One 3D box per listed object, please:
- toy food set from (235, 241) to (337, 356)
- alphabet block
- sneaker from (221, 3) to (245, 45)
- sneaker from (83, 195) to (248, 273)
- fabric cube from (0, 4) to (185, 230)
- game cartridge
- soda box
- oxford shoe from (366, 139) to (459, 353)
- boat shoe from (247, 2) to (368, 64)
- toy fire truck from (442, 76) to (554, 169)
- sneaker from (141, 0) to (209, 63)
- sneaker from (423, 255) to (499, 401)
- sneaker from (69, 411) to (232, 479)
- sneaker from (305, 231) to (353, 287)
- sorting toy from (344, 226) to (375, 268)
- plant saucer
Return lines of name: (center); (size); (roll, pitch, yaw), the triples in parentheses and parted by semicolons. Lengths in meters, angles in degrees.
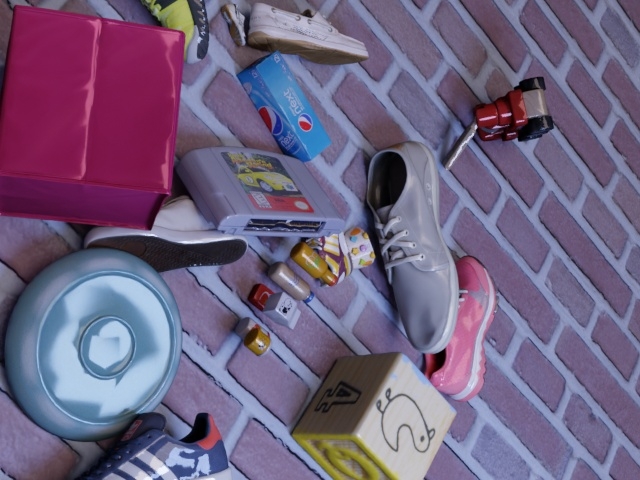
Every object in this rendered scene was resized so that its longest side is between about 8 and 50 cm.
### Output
toy food set: (-0.065, 0.128, 2.004); (0.104, 0.111, 0.232); (41, 55, -27)
alphabet block: (0.101, 0.345, 2.051); (0.192, 0.193, 0.197); (47, 55, -22)
sneaker: (-0.156, -0.413, 2.084); (0.037, 0.032, 0.083); (-28, 101, -40)
sneaker: (-0.277, -0.015, 1.884); (0.290, 0.106, 0.123); (0, 47, -32)
fabric cube: (-0.356, -0.176, 1.675); (0.259, 0.254, 0.258); (6, 76, -15)
game cartridge: (-0.109, -0.090, 1.981); (0.294, 0.060, 0.196); (1, 40, -44)
soda box: (-0.069, -0.253, 2.103); (0.071, 0.067, 0.210); (-43, 109, -36)
oxford shoe: (0.173, 0.008, 2.198); (0.130, 0.169, 0.449); (7, 70, -42)
boat shoe: (-0.017, -0.412, 2.158); (0.277, 0.098, 0.096); (7, 78, -38)
toy fire truck: (0.378, -0.252, 2.433); (0.246, 0.217, 0.158); (-11, 89, 1)
sneaker: (-0.310, -0.487, 1.926); (0.147, 0.145, 0.384); (-24, 102, -9)
sneaker: (0.284, 0.173, 2.290); (0.136, 0.116, 0.313); (19, 70, -35)
sneaker: (-0.309, 0.355, 1.736); (0.350, 0.131, 0.148); (-7, 87, -38)
sneaker: (0.000, 0.000, 2.112); (0.084, 0.070, 0.185); (-34, 103, -44)
sorting toy: (0.063, 0.023, 2.188); (0.075, 0.045, 0.083); (-24, 98, -21)
plant saucer: (-0.350, 0.170, 1.763); (0.318, 0.044, 0.317); (-2, 93, -39)
